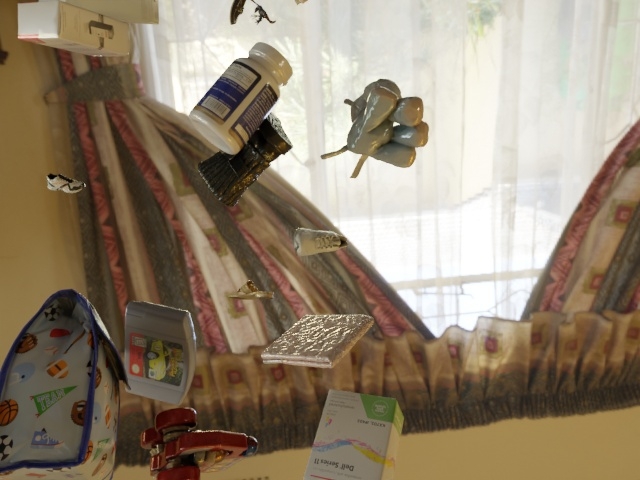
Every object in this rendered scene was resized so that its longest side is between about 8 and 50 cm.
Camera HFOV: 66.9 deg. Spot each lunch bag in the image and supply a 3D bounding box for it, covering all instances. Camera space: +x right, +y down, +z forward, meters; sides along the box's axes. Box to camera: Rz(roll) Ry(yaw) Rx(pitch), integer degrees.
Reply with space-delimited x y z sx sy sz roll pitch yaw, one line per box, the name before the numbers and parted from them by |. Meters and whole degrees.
lunch bag | -0.576 0.347 1.122 0.239 0.328 0.385 1 -124 -13

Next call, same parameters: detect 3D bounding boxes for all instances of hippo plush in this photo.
hippo plush | 0.181 -0.340 1.435 0.234 0.294 0.236 31 -148 -19

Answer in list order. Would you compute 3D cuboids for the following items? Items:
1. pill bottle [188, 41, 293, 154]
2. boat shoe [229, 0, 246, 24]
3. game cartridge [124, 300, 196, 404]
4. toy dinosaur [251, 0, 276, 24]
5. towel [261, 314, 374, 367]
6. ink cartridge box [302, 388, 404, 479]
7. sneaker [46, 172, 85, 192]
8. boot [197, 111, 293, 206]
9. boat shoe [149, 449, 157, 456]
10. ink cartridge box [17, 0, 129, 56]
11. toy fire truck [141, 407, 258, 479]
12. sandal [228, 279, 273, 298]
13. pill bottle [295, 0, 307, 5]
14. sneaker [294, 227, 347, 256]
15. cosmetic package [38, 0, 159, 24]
pill bottle | -0.195 -0.363 1.231 0.264 0.153 0.153 -53 -149 -10
boat shoe | -0.265 -0.758 1.573 0.038 0.125 0.046 14 172 1
game cartridge | -0.447 0.320 1.354 0.196 0.294 0.060 10 -160 4
toy dinosaur | -0.169 -0.644 1.383 0.090 0.047 0.082 24 -137 -14
towel | -0.006 0.364 1.783 0.317 0.053 0.332 -6 -164 33
ink cartridge box | 0.083 0.592 1.280 0.207 0.119 0.353 1 -132 23
sneaker | -0.702 -0.159 1.332 0.109 0.043 0.040 5 -143 3
boot | -0.238 -0.276 1.405 0.260 0.131 0.348 -42 -142 13
boat shoe | -0.450 0.650 1.358 0.045 0.135 0.050 -25 165 -26
ink cartridge box | -0.639 -0.549 1.270 0.158 0.092 0.218 10 -169 23
toy fire truck | -0.302 0.535 1.221 0.254 0.302 0.169 9 -130 -33
sandal | -0.292 0.209 2.078 0.240 0.079 0.088 -6 162 37
pill bottle | -0.053 -0.858 1.692 0.083 0.043 0.043 -28 -171 15
sneaker | 0.000 0.000 1.872 0.129 0.111 0.297 -2 -175 31
cosmetic package | -0.750 -0.789 1.627 0.284 0.097 0.377 -11 -153 -37
